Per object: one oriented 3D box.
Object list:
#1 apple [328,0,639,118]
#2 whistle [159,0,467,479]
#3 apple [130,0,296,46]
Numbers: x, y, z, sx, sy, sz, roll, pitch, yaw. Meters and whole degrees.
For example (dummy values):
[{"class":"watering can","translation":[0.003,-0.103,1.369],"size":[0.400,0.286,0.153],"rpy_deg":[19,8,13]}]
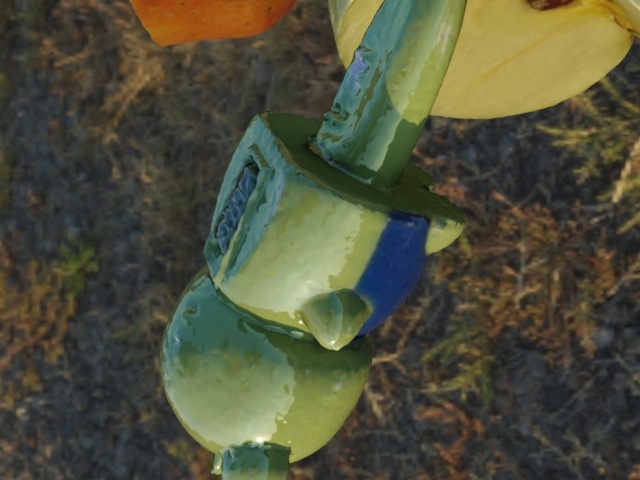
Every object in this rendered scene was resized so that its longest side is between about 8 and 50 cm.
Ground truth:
[{"class":"apple","translation":[0.159,-0.182,0.664],"size":[0.295,0.257,0.234],"rpy_deg":[9,78,45]},{"class":"whistle","translation":[0.000,0.000,0.452],"size":[0.227,0.085,0.105],"rpy_deg":[-64,27,18]},{"class":"apple","translation":[-0.118,-0.355,0.952],"size":[0.295,0.328,0.365],"rpy_deg":[27,146,39]}]
